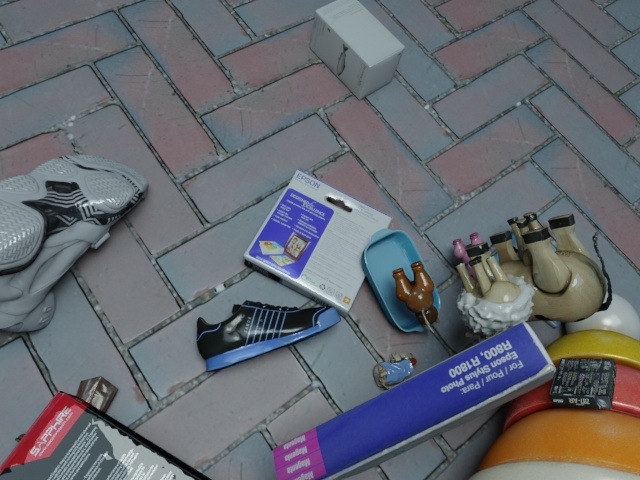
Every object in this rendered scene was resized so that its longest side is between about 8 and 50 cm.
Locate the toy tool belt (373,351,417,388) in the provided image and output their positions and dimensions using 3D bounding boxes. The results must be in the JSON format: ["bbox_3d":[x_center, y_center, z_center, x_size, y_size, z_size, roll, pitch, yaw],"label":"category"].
[{"bbox_3d":[0.129,0.210,0.809,0.083,0.051,0.052,-19,70,-18],"label":"toy tool belt"}]

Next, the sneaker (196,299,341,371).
[{"bbox_3d":[-0.084,0.133,0.792,0.232,0.081,0.091,-16,76,-15],"label":"sneaker"}]

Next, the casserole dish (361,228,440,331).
[{"bbox_3d":[0.136,0.071,0.858,0.114,0.037,0.189,-25,89,-30],"label":"casserole dish"}]

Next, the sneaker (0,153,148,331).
[{"bbox_3d":[-0.426,0.003,0.769,0.137,0.210,0.366,32,30,5],"label":"sneaker"}]

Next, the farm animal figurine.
[{"bbox_3d":[0.296,0.071,0.750,0.330,0.326,0.173,-21,90,-18],"label":"farm animal figurine"}]

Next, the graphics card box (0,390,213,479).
[{"bbox_3d":[-0.243,0.390,0.623,0.370,0.094,0.233,31,64,0],"label":"graphics card box"}]

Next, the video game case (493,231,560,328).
[{"bbox_3d":[0.410,0.070,0.943,0.166,0.015,0.119,41,66,10],"label":"video game case"}]

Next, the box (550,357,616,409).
[{"bbox_3d":[0.339,0.181,0.633,0.083,0.067,0.018,-36,110,-50],"label":"box"}]

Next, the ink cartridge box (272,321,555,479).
[{"bbox_3d":[0.115,0.205,0.590,0.323,0.330,0.072,-31,62,13],"label":"ink cartridge box"}]

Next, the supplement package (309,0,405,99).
[{"bbox_3d":[0.075,-0.415,1.058,0.105,0.105,0.179,-34,75,-22],"label":"supplement package"}]

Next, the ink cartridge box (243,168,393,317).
[{"bbox_3d":[0.000,0.000,0.887,0.206,0.045,0.208,28,65,3],"label":"ink cartridge box"}]

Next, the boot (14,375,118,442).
[{"bbox_3d":[-0.365,0.249,0.715,0.106,0.037,0.114,20,66,-15],"label":"boot"}]

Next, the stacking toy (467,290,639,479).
[{"bbox_3d":[0.420,0.251,0.742,0.350,0.351,0.480,26,48,3],"label":"stacking toy"}]
